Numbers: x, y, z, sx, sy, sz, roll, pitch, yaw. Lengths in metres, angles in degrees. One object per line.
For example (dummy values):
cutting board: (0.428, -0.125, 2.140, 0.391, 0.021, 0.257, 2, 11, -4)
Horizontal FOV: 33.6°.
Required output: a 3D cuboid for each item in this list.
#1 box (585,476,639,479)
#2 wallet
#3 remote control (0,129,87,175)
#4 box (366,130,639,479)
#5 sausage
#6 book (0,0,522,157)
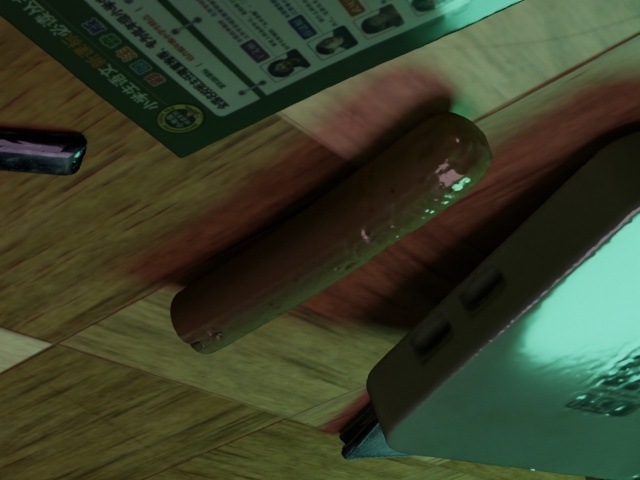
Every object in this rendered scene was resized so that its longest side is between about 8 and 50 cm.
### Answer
box: (0.431, 0.259, 1.231, 0.106, 0.200, 0.299, 2, 148, -21)
wallet: (0.129, 0.189, 1.177, 0.167, 0.036, 0.222, 3, 146, -22)
remote control: (-0.195, -0.054, 0.659, 0.096, 0.014, 0.039, 3, 148, -22)
box: (0.273, 0.080, 0.933, 0.367, 0.090, 0.373, 16, 133, -33)
sausage: (0.001, 0.000, 0.775, 0.066, 0.066, 0.301, 19, 141, -42)
book: (-0.019, -0.144, 0.546, 0.264, 0.027, 0.202, -23, 150, 18)
